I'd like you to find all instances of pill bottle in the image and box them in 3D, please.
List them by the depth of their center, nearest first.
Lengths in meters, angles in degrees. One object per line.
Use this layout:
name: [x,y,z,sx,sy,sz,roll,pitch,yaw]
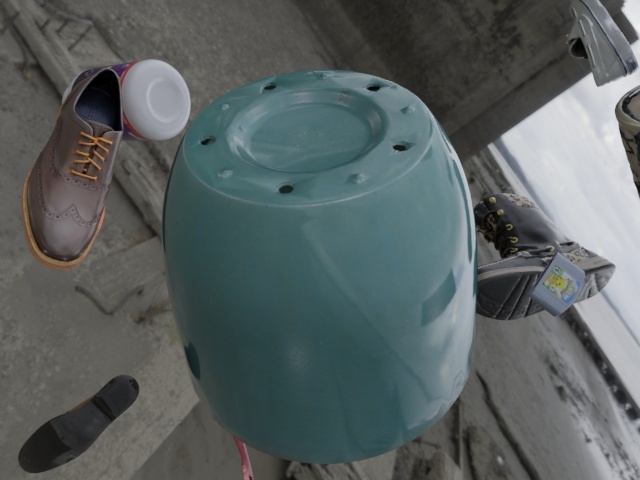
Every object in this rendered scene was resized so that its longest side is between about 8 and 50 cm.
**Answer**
pill bottle: [-0.485,-0.334,1.263,0.181,0.322,0.182,-13,106,-55]

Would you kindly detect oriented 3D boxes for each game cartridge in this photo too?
game cartridge: [0.336,0.063,0.730,0.056,0.083,0.017,39,-19,2]

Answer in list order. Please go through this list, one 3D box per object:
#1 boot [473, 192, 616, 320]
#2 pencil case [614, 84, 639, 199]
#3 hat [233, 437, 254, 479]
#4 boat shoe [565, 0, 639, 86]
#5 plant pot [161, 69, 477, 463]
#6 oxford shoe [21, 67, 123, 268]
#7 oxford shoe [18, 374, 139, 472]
boot: [0.425,0.021,1.160,0.377,0.138,0.284,-8,42,-19]
pencil case: [0.674,-0.106,0.957,0.183,0.160,0.410,-51,122,-35]
hat: [-0.069,0.407,0.834,0.172,0.208,0.184,-1,56,-16]
boat shoe: [0.525,-0.399,1.012,0.095,0.084,0.258,41,34,-36]
plant pot: [0.000,0.000,0.450,0.293,0.293,0.235,-103,-174,-46]
oxford shoe: [-0.406,-0.133,0.866,0.130,0.132,0.364,15,60,-34]
oxford shoe: [-0.399,0.310,0.878,0.076,0.212,0.076,55,-20,1]
